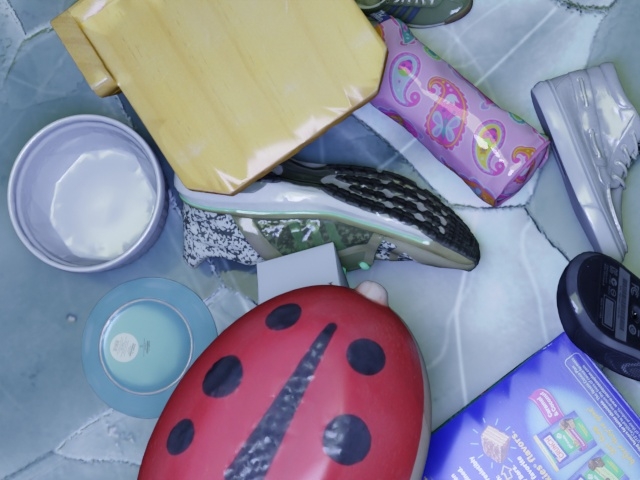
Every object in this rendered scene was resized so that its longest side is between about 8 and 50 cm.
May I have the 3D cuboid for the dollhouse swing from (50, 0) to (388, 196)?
[{"bbox_3d":[-0.104,-0.252,1.828,0.347,0.315,0.305,-35,96,3],"label":"dollhouse swing"}]

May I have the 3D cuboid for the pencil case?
[{"bbox_3d":[0.158,-0.169,1.837,0.284,0.124,0.124,41,89,13],"label":"pencil case"}]

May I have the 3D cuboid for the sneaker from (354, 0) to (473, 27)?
[{"bbox_3d":[0.102,-0.322,1.883,0.192,0.086,0.064,3,82,8],"label":"sneaker"}]

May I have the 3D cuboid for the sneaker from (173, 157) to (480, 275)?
[{"bbox_3d":[0.000,0.000,1.852,0.410,0.158,0.182,14,115,8],"label":"sneaker"}]

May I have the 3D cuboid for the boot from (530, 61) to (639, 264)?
[{"bbox_3d":[0.366,-0.100,1.810,0.123,0.095,0.258,-20,82,3],"label":"boot"}]

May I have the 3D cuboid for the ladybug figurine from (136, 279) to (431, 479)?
[{"bbox_3d":[-0.048,0.234,1.576,0.305,0.162,0.449,22,76,16],"label":"ladybug figurine"}]

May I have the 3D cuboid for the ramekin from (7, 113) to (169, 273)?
[{"bbox_3d":[-0.296,-0.055,1.889,0.207,0.109,0.207,-1,82,7],"label":"ramekin"}]

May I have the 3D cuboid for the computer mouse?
[{"bbox_3d":[0.369,0.116,1.723,0.272,0.072,0.188,34,53,-25],"label":"computer mouse"}]

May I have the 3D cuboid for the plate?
[{"bbox_3d":[-0.228,0.140,1.894,0.188,0.024,0.188,-1,82,7],"label":"plate"}]

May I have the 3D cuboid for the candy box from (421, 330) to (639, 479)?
[{"bbox_3d":[0.256,0.310,1.751,0.317,0.122,0.268,-37,79,0],"label":"candy box"}]

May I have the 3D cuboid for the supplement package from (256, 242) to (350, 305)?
[{"bbox_3d":[-0.003,0.112,1.780,0.105,0.105,0.179,-15,124,6],"label":"supplement package"}]
